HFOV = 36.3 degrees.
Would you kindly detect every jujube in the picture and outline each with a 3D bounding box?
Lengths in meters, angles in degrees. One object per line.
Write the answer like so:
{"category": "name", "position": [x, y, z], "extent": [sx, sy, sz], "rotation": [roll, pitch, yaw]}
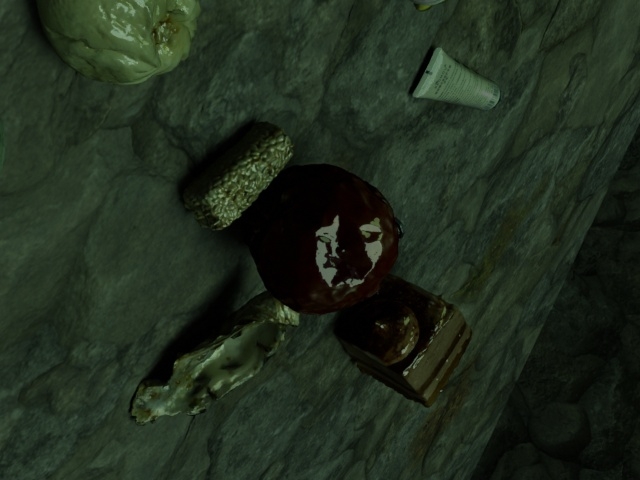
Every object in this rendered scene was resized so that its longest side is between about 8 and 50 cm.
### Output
{"category": "jujube", "position": [0.000, 0.000, 1.375], "extent": [0.213, 0.232, 0.213], "rotation": [-4, 105, -16]}

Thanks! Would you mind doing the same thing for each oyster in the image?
{"category": "oyster", "position": [-0.166, 0.173, 1.483], "extent": [0.294, 0.094, 0.166], "rotation": [-27, 153, -15]}

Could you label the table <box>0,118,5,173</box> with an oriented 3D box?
{"category": "table", "position": [-0.372, -0.091, 0.769], "extent": [0.126, 0.126, 0.220], "rotation": [-60, 153, 5]}

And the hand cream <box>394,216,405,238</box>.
{"category": "hand cream", "position": [0.046, 0.038, 1.741], "extent": [0.271, 0.058, 0.091], "rotation": [-33, 142, -32]}

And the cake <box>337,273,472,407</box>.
{"category": "cake", "position": [0.163, 0.182, 1.957], "extent": [0.199, 0.196, 0.293], "rotation": [-54, 150, -11]}

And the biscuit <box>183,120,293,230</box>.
{"category": "biscuit", "position": [-0.109, -0.088, 1.298], "extent": [0.168, 0.082, 0.070], "rotation": [-46, 127, -21]}

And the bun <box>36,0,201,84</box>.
{"category": "bun", "position": [-0.187, -0.229, 0.958], "extent": [0.164, 0.111, 0.188], "rotation": [-51, 151, -20]}

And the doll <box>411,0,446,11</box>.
{"category": "doll", "position": [0.144, -0.404, 1.384], "extent": [0.129, 0.081, 0.207], "rotation": [-23, 147, 3]}

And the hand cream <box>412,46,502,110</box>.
{"category": "hand cream", "position": [0.251, -0.278, 1.751], "extent": [0.276, 0.059, 0.095], "rotation": [5, 116, -56]}
